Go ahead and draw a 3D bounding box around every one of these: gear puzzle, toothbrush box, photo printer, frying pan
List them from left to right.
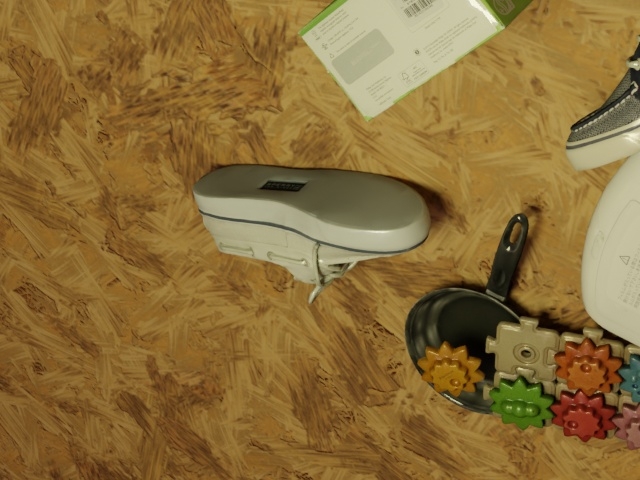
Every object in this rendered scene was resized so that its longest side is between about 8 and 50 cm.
[{"bbox_3d":[0.141,-0.270,1.520,0.122,0.283,0.206,52,136,-6],"label":"toothbrush box"},{"bbox_3d":[0.193,0.084,1.912,0.197,0.053,0.326,9,125,29],"label":"frying pan"},{"bbox_3d":[0.283,0.180,1.870,0.339,0.044,0.175,10,128,15],"label":"gear puzzle"},{"bbox_3d":[0.441,0.036,1.653,0.307,0.107,0.256,27,133,18],"label":"photo printer"}]

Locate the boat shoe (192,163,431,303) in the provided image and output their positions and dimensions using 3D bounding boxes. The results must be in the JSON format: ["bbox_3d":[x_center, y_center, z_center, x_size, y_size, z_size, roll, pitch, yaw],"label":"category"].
[{"bbox_3d":[-0.006,0.004,1.941,0.367,0.136,0.156,7,125,36],"label":"boat shoe"}]

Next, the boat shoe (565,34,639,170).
[{"bbox_3d":[0.365,-0.205,1.537,0.340,0.127,0.158,-29,95,37],"label":"boat shoe"}]
